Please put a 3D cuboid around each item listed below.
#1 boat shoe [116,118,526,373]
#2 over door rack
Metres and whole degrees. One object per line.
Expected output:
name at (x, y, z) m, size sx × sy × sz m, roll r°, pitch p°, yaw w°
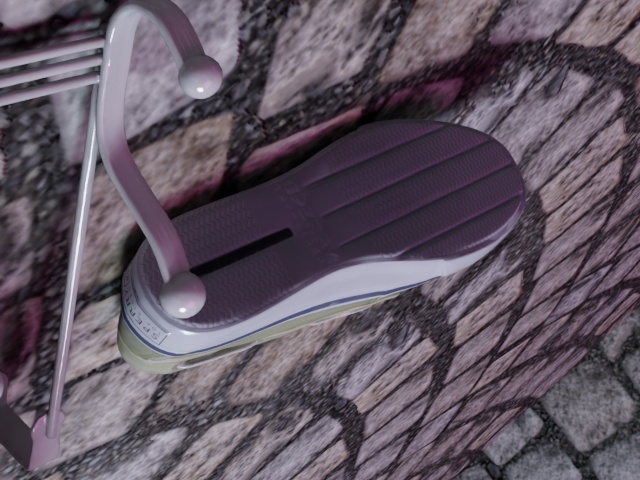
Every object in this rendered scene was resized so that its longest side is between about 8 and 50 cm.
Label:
boat shoe at (0.000, 0.000, 0.775) m, size 0.302 × 0.109 × 0.094 m, roll -18°, pitch 165°, yaw -31°
over door rack at (-0.180, 0.057, 0.523) m, size 0.239 × 0.108 × 0.324 m, roll -22°, pitch 151°, yaw -42°
